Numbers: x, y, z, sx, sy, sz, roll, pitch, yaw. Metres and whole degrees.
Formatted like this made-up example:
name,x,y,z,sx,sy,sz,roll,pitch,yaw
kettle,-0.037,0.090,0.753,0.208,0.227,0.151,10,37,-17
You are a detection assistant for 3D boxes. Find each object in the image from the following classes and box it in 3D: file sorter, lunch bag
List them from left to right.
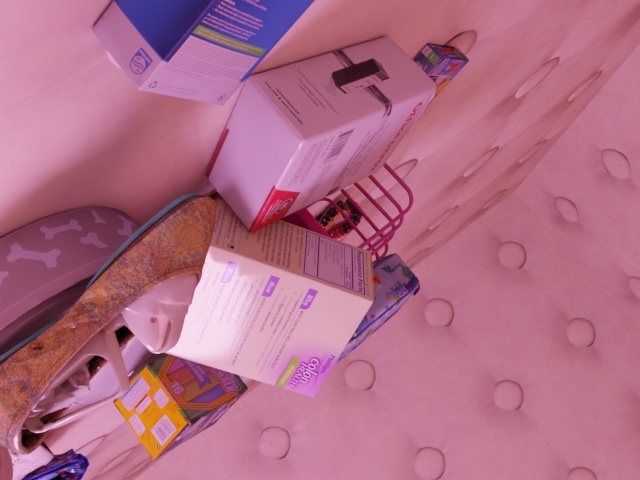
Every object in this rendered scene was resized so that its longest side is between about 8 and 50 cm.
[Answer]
name,x,y,z,sx,sy,sz,roll,pitch,yaw
lunch bag,-0.617,0.530,1.451,0.221,0.138,0.293,-22,-172,44
file sorter,0.020,-0.030,1.246,0.182,0.202,0.290,-36,167,-19
lunch bag,0.072,0.127,1.279,0.219,0.090,0.176,-38,170,-20

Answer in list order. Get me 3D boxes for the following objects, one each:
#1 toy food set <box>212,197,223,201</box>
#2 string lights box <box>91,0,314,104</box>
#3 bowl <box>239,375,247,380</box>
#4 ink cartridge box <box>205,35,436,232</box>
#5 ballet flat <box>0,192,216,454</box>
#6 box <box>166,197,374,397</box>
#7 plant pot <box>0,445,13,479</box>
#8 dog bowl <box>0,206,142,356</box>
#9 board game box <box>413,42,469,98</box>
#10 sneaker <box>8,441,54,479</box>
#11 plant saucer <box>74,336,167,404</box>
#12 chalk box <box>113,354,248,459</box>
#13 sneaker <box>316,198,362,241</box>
name,x,y,z,sx,sy,sz,roll,pitch,yaw
toy food set,-0.184,0.004,1.081,0.218,0.071,0.128,-41,167,7
string lights box,-0.055,-0.236,0.597,0.260,0.076,0.133,-44,167,20
bowl,-0.163,0.206,1.613,0.290,0.156,0.289,-27,165,-8
ink cartridge box,0.003,-0.150,0.974,0.273,0.114,0.197,-27,162,-39
ballet flat,-0.219,0.098,0.753,0.348,0.123,0.123,-40,167,4
box,-0.077,0.087,1.027,0.117,0.243,0.213,-87,-160,-55
plant pot,-0.541,0.343,0.886,0.243,0.275,0.275,-49,166,6
dog bowl,-0.340,0.093,0.886,0.349,0.102,0.349,-36,166,-10
board game box,0.156,-0.252,1.233,0.201,0.035,0.136,-46,166,29
sneaker,-0.565,0.398,1.298,0.123,0.106,0.290,-35,168,-28
plant saucer,-0.316,0.207,1.357,0.400,0.100,0.400,-37,168,-9
chalk box,-0.235,0.272,1.286,0.132,0.132,0.213,-48,166,29
sneaker,0.000,0.000,1.555,0.225,0.088,0.093,-36,176,2
